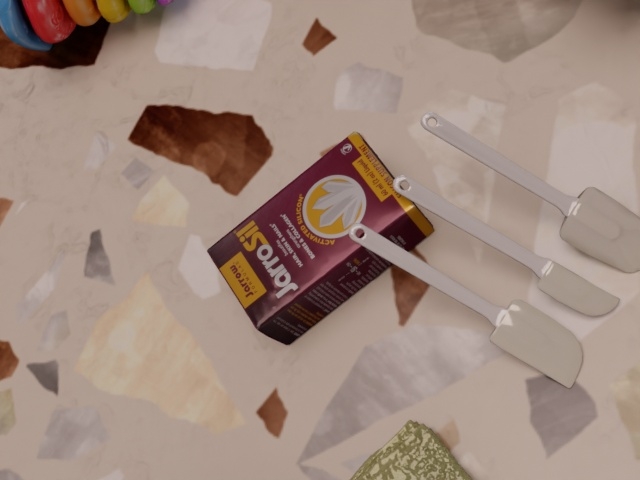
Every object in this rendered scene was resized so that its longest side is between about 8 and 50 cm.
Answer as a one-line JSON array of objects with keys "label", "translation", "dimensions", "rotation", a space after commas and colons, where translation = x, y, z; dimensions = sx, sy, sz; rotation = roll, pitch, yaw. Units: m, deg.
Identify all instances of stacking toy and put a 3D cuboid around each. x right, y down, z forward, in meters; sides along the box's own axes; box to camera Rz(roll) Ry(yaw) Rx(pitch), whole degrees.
[{"label": "stacking toy", "translation": [-0.209, -0.311, 1.143], "dimensions": [0.302, 0.166, 0.175], "rotation": [-3, 94, 2]}]

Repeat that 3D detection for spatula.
[{"label": "spatula", "translation": [0.163, -0.001, 0.917], "dimensions": [0.242, 0.019, 0.168], "rotation": [32, 91, 3]}]

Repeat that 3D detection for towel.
[{"label": "towel", "translation": [0.094, 0.243, 0.905], "dimensions": [0.110, 0.027, 0.148], "rotation": [-43, 63, 2]}]

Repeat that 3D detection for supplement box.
[{"label": "supplement box", "translation": [0.000, 0.000, 0.988], "dimensions": [0.188, 0.081, 0.104], "rotation": [-38, 64, 6]}]
